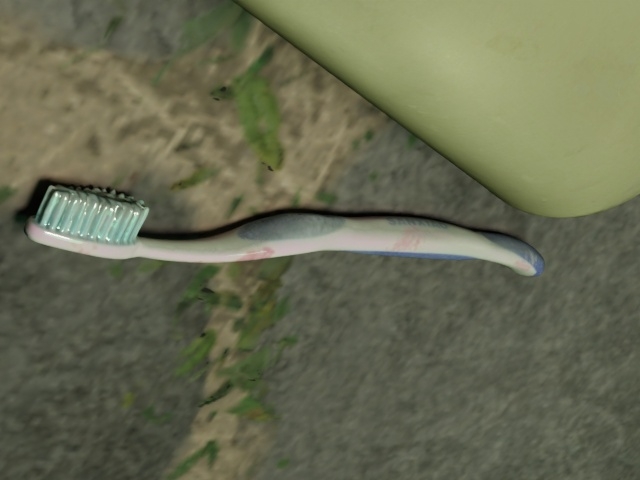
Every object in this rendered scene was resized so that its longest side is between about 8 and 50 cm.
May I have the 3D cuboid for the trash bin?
[{"bbox_3d":[0.081,-0.137,0.526,0.243,0.121,0.247,-47,143,7],"label":"trash bin"}]

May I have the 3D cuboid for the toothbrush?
[{"bbox_3d":[0.000,0.000,0.663,0.269,0.021,0.027,4,129,-42],"label":"toothbrush"}]
